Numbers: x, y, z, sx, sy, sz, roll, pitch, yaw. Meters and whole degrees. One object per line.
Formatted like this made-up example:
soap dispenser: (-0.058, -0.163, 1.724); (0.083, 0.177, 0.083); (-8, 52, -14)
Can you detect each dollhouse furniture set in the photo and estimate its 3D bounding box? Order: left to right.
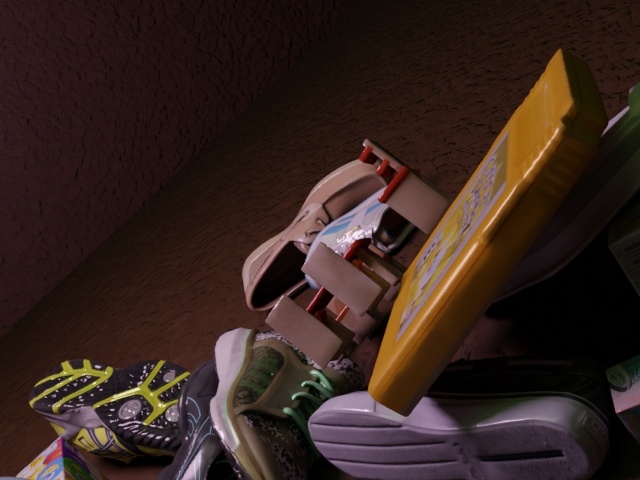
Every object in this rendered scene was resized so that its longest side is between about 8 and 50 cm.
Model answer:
dollhouse furniture set: (0.045, 0.017, 1.122); (0.259, 0.135, 0.262); (-55, -11, 10)

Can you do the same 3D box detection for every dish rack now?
dish rack: (0.279, -0.055, 0.999); (0.285, 0.072, 0.333); (-44, -3, -13)

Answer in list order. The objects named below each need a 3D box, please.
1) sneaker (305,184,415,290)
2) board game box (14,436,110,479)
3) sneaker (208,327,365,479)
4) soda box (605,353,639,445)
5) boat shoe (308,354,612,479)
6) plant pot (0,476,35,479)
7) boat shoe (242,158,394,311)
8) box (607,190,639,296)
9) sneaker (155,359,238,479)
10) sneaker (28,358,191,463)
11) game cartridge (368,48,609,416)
sneaker: (0.068, -0.002, 1.435); (0.229, 0.087, 0.092); (-43, 22, -2)
board game box: (-0.362, 0.415, 1.227); (0.144, 0.142, 0.275); (-43, 20, -7)
sneaker: (-0.031, 0.203, 1.112); (0.182, 0.158, 0.410); (-24, 25, 3)
soda box: (0.340, 0.108, 0.743); (0.183, 0.058, 0.063); (-31, 22, 23)
boat shoe: (0.141, 0.183, 0.894); (0.335, 0.121, 0.119); (-9, 26, 39)
plant pot: (-0.394, 0.419, 0.967); (0.293, 0.293, 0.196); (-40, -12, -1)
boat shoe: (0.000, 0.000, 1.525); (0.341, 0.122, 0.110); (-44, 22, 19)
box: (0.341, 0.001, 0.815); (0.114, 0.103, 0.203); (-32, 1, 22)
sneaker: (-0.144, 0.279, 1.207); (0.106, 0.101, 0.267); (-15, 43, 28)
sneaker: (-0.298, 0.285, 1.423); (0.385, 0.147, 0.145); (4, 42, 38)
game cartridge: (0.163, -0.021, 0.870); (0.323, 0.053, 0.285); (-61, 0, 24)
